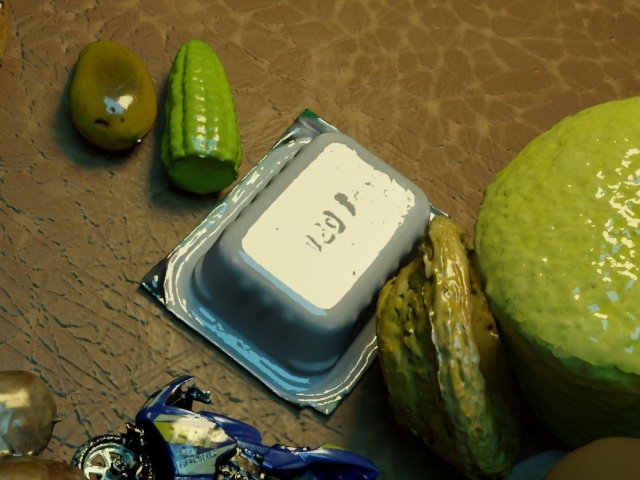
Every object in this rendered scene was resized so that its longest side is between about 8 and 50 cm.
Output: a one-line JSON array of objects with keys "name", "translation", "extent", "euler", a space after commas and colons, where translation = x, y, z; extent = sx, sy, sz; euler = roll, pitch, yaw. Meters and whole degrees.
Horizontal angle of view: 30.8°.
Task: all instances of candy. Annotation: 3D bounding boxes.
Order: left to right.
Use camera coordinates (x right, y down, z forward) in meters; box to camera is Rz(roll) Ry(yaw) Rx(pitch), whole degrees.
[{"name": "candy", "translation": [-0.145, -0.157, 1.398], "extent": [0.097, 0.096, 0.209], "euler": [3, 57, -15]}]

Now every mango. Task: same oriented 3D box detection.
[{"name": "mango", "translation": [-0.251, -0.180, 1.390], "extent": [0.103, 0.076, 0.161], "euler": [-7, 54, -14]}]

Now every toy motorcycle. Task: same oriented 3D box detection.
[{"name": "toy motorcycle", "translation": [-0.090, 0.230, 1.174], "extent": [0.315, 0.113, 0.169], "euler": [19, 49, -14]}]

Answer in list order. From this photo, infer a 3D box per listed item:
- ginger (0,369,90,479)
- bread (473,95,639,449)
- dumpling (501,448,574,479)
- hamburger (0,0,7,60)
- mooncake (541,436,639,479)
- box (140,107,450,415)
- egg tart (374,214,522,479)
[{"name": "ginger", "translation": [-0.312, 0.245, 1.031], "extent": [0.245, 0.155, 0.304], "euler": [-29, 49, -28]}, {"name": "bread", "translation": [0.343, 0.048, 1.216], "extent": [0.348, 0.308, 0.348], "euler": [-8, 55, 12]}, {"name": "dumpling", "translation": [0.301, 0.335, 1.220], "extent": [0.293, 0.163, 0.204], "euler": [-3, 17, -12]}, {"name": "hamburger", "translation": [-0.504, -0.274, 1.310], "extent": [0.314, 0.170, 0.289], "euler": [-15, 68, -25]}, {"name": "mooncake", "translation": [0.314, 0.410, 0.997], "extent": [0.467, 0.262, 0.467], "euler": [-1, 97, -7]}, {"name": "box", "translation": [0.000, 0.000, 1.339], "extent": [0.264, 0.106, 0.336], "euler": [36, 56, 6]}, {"name": "egg tart", "translation": [0.132, 0.122, 1.255], "extent": [0.123, 0.294, 0.294], "euler": [-15, 60, 15]}]
